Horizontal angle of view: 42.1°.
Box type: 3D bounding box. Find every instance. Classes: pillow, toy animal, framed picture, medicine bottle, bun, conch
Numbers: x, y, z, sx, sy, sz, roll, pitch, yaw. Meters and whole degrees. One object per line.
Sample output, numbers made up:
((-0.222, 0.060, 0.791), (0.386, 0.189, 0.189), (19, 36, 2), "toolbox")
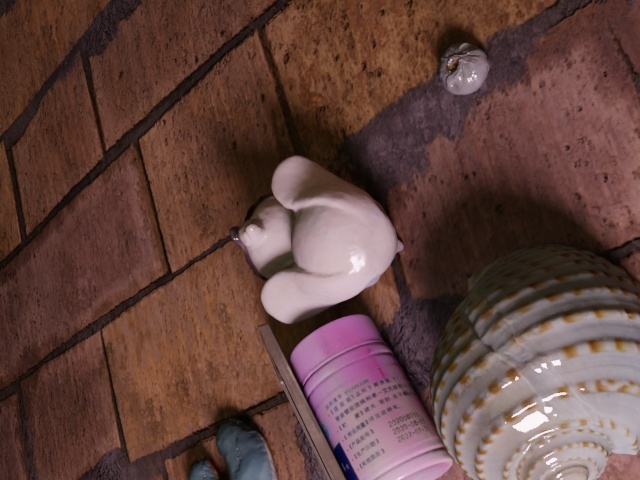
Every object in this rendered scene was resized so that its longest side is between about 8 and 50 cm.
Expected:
((-0.165, 0.446, 1.524), (0.233, 0.086, 0.214), (-58, 47, 25), "pillow")
((-0.010, -0.013, 1.316), (0.289, 0.174, 0.248), (-30, 69, 42), "toy animal")
((-0.011, 0.306, 1.309), (0.324, 0.020, 0.240), (60, 171, 27), "framed picture")
((0.071, 0.253, 1.243), (0.152, 0.152, 0.253), (-49, 56, 32), "medicine bottle")
((0.203, -0.249, 1.200), (0.083, 0.045, 0.083), (-8, 79, 43), "bun")
((0.259, 0.149, 1.024), (0.303, 0.215, 0.319), (-40, 62, 25), "conch")
